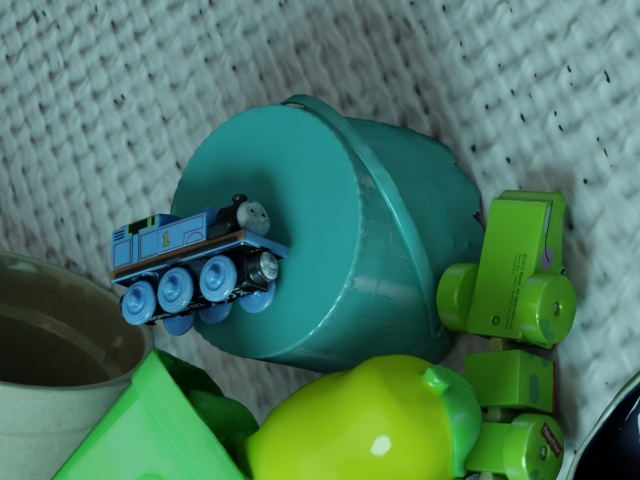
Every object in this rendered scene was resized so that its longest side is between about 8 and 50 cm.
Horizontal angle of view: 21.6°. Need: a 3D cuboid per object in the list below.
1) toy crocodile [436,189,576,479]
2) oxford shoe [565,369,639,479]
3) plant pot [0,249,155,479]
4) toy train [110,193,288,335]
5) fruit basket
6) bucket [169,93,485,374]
[{"bbox_3d":[0.172,0.121,1.522,0.115,0.105,0.340,-1,78,39],"label":"toy crocodile"},{"bbox_3d":[0.230,0.253,1.414,0.140,0.146,0.397,31,103,35],"label":"oxford shoe"},{"bbox_3d":[-0.380,0.211,1.823,0.334,0.334,0.305,33,114,37],"label":"plant pot"},{"bbox_3d":[-0.114,0.021,1.536,0.184,0.080,0.105,-18,66,36],"label":"toy train"},{"bbox_3d":[-0.012,0.235,1.479,0.392,0.283,0.392,-2,79,9],"label":"fruit basket"},{"bbox_3d":[0.000,0.000,1.614,0.281,0.183,0.281,-7,79,37],"label":"bucket"}]
